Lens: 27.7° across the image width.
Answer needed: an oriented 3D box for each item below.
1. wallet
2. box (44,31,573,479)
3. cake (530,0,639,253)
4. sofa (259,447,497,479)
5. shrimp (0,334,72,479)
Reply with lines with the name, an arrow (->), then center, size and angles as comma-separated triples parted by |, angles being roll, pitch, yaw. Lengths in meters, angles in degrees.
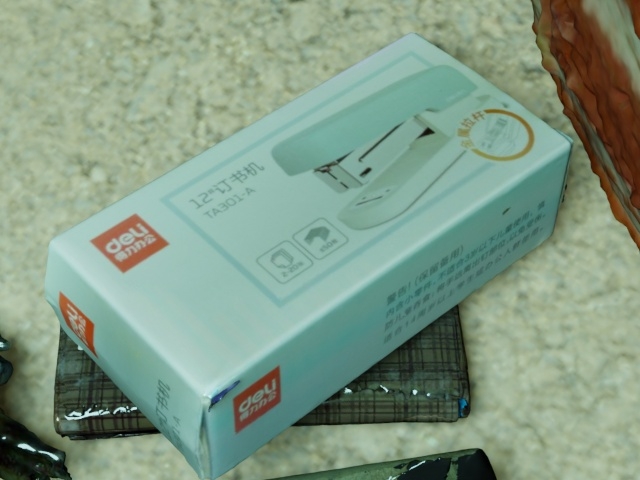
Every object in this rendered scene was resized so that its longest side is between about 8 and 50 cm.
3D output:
wallet -> -0.034, 0.051, 0.742 | 0.230, 0.042, 0.124 | -4, 58, 1
box -> 0.000, 0.000, 0.697 | 0.269, 0.079, 0.135 | -33, 56, -27
cake -> 0.255, -0.136, 0.664 | 0.269, 0.319, 0.270 | -22, 63, -4
sofa -> 0.001, 0.238, 0.629 | 0.200, 0.182, 0.258 | -11, 67, 16
shrimp -> -0.351, 0.103, 0.717 | 0.445, 0.085, 0.272 | 11, 74, 9
